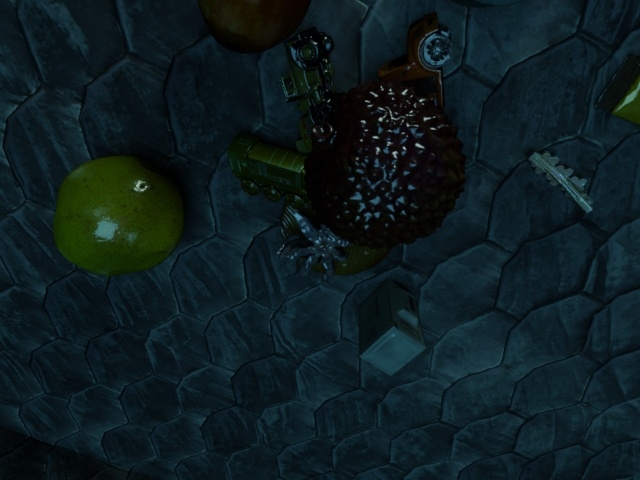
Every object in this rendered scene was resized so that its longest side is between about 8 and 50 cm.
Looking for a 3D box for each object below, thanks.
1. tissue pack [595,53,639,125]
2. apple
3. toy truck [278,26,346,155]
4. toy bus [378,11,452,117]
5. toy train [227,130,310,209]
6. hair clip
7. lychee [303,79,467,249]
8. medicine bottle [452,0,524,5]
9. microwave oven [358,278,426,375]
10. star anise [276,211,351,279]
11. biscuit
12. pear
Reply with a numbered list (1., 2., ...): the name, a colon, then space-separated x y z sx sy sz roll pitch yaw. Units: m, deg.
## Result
1. tissue pack: 0.699 -0.299 0.861 0.169 0.082 0.120 19 119 -7
2. apple: -0.130 -0.462 0.755 0.229 0.230 0.230 2 121 3
3. toy truck: -0.014 -0.312 0.890 0.127 0.127 0.257 -1 122 23
4. toy bus: 0.210 -0.288 0.872 0.153 0.143 0.330 -3 124 18
5. toy train: -0.106 -0.160 0.966 0.225 0.090 0.137 18 145 13
6. hair clip: 0.577 -0.150 0.982 0.213 0.056 0.062 40 132 -8
7. lychee: 0.114 -0.128 0.758 0.329 0.306 0.306 20 122 -27
8. medicine bottle: 0.303 -0.504 0.650 0.244 0.290 0.245 2 120 3
9. microwave oven: 0.196 0.237 1.144 0.122 0.208 0.162 34 117 -15
10. star anise: 0.000 0.000 1.032 0.236 0.093 0.229 -39 126 15
11. biscuit: 0.049 -0.036 1.093 0.316 0.040 0.319 2 120 4
12. pear: -0.474 -0.063 0.989 0.293 0.294 0.295 2 121 3
